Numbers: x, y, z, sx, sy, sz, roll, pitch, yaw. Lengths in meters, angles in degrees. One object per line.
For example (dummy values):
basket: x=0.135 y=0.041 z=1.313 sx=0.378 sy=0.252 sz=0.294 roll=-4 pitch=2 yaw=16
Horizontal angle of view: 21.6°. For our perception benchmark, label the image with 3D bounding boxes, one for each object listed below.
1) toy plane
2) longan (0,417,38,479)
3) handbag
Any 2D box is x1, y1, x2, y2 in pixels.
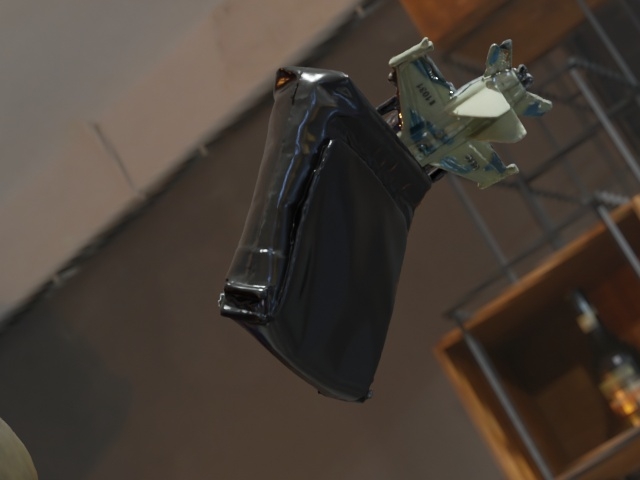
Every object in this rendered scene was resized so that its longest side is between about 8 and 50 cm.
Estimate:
toy plane: x=0.080 y=-0.091 z=1.551 sx=0.262 sy=0.088 sz=0.192 roll=-25 pitch=-48 yaw=16
longan: x=-0.399 y=0.270 z=1.571 sx=0.297 sy=0.297 sz=0.297 roll=-25 pitch=-21 yaw=-10
handbag: x=0.000 y=0.000 z=1.381 sx=0.080 sy=0.223 sz=0.247 roll=10 pitch=-16 yaw=27
